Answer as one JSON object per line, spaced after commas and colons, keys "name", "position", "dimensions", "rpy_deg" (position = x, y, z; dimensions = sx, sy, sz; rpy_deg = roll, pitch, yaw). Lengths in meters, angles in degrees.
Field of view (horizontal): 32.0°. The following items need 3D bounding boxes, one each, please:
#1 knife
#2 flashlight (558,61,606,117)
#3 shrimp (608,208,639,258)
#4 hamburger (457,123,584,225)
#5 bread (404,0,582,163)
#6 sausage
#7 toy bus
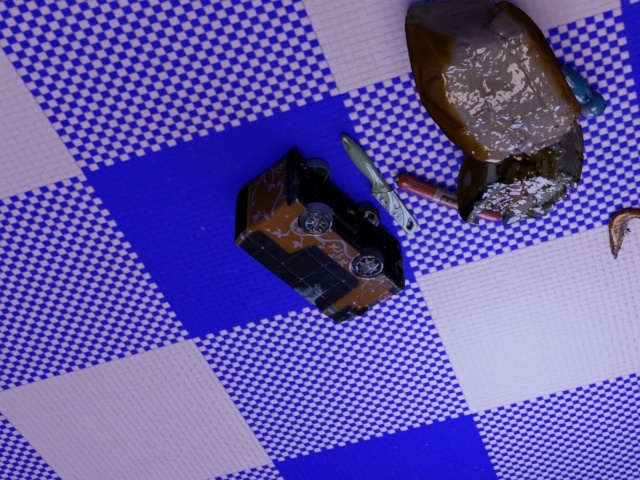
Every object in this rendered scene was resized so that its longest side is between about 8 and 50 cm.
{"name": "knife", "position": [0.110, -0.102, 2.118], "dimensions": [0.043, 0.020, 0.293], "rpy_deg": [-27, 131, 18]}
{"name": "flashlight", "position": [0.456, -0.267, 1.971], "dimensions": [0.051, 0.051, 0.129], "rpy_deg": [-33, 121, 25]}
{"name": "shrimp", "position": [0.617, -0.012, 2.241], "dimensions": [0.091, 0.025, 0.127], "rpy_deg": [-2, 131, -5]}
{"name": "hamburger", "position": [0.356, -0.141, 1.997], "dimensions": [0.167, 0.192, 0.288], "rpy_deg": [11, 162, -7]}
{"name": "bread", "position": [0.264, -0.277, 1.817], "dimensions": [0.225, 0.250, 0.279], "rpy_deg": [-28, 124, 12]}
{"name": "sausage", "position": [0.248, -0.080, 2.142], "dimensions": [0.253, 0.034, 0.034], "rpy_deg": [17, 130, -21]}
{"name": "toy bus", "position": [0.000, 0.000, 2.113], "dimensions": [0.194, 0.162, 0.323], "rpy_deg": [-32, 126, 25]}
